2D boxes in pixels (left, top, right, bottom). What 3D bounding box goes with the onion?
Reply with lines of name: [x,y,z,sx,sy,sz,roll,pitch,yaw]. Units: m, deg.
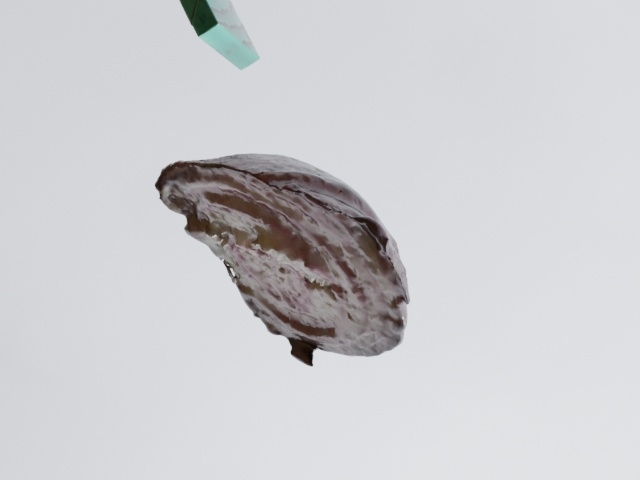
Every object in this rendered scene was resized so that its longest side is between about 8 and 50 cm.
onion: [0.000,0.000,1.435,0.280,0.314,0.146,7,-132,37]

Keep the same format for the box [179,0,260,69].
box: [-0.174,-0.366,1.858,0.042,0.161,0.226,-30,-108,13]
